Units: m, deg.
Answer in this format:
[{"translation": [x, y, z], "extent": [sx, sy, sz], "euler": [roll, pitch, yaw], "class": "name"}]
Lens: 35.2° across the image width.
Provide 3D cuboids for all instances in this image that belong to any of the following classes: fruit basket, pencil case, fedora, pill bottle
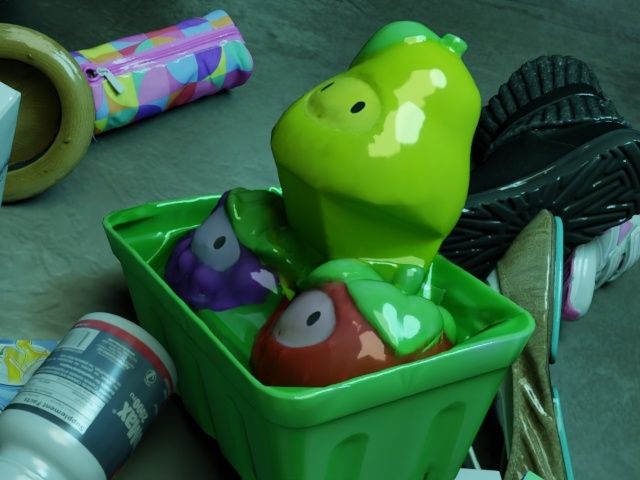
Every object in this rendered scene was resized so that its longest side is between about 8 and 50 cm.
[{"translation": [0.000, 0.000, 0.864], "extent": [0.283, 0.392, 0.392], "euler": [-11, 63, -29], "class": "fruit basket"}, {"translation": [-0.190, -0.191, 1.144], "extent": [0.236, 0.104, 0.104], "euler": [-27, 71, -36], "class": "pencil case"}, {"translation": [-0.328, -0.133, 1.036], "extent": [0.194, 0.194, 0.079], "euler": [17, 12, -12], "class": "fedora"}, {"translation": [-0.208, 0.158, 0.842], "extent": [0.108, 0.108, 0.180], "euler": [33, 51, 1], "class": "pill bottle"}]

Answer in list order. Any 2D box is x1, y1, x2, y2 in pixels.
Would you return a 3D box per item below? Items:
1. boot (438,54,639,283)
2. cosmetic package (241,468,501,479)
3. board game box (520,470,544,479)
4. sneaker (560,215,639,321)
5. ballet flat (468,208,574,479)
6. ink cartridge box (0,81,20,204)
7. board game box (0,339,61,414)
[{"translation": [0.211, -0.078, 1.207], "extent": [0.348, 0.131, 0.260], "euler": [-22, 35, 2], "class": "boot"}, {"translation": [0.044, 0.249, 0.942], "extent": [0.239, 0.099, 0.060], "euler": [9, 52, -19], "class": "cosmetic package"}, {"translation": [0.082, 0.355, 0.807], "extent": [0.046, 0.213, 0.317], "euler": [33, 50, 13], "class": "board game box"}, {"translation": [0.342, 0.005, 1.235], "extent": [0.111, 0.103, 0.252], "euler": [28, 52, -1], "class": "sneaker"}, {"translation": [0.193, 0.137, 1.036], "extent": [0.124, 0.116, 0.342], "euler": [-2, 82, 7], "class": "ballet flat"}, {"translation": [-0.388, -0.048, 0.872], "extent": [0.171, 0.233, 0.168], "euler": [28, 51, -3], "class": "ink cartridge box"}, {"translation": [-0.283, 0.183, 0.885], "extent": [0.136, 0.035, 0.201], "euler": [3, 56, -22], "class": "board game box"}]
